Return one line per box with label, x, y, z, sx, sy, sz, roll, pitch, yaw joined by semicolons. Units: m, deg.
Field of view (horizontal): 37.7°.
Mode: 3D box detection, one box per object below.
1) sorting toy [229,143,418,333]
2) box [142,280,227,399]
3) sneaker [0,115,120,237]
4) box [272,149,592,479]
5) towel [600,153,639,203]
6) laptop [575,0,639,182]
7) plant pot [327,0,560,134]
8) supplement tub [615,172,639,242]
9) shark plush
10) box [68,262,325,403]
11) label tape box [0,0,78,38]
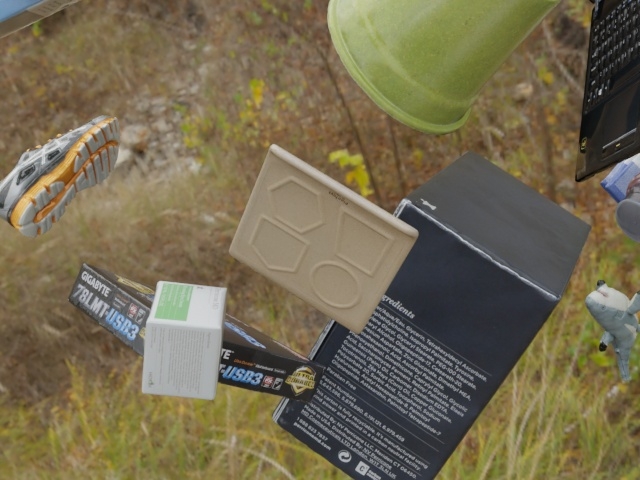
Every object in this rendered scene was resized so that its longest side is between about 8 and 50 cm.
sorting toy;0.000;0.000;1.098;0.193;0.208;0.038;32;47;6
box;-0.158;0.116;1.101;0.087;0.102;0.101;7;25;-5
sneaker;-0.333;-0.096;1.184;0.083;0.084;0.215;22;47;20
box;0.215;0.138;1.682;0.297;0.472;0.480;33;24;11
towel;0.590;-0.114;1.469;0.285;0.209;0.034;-46;3;-14
laptop;0.201;-0.203;0.746;0.136;0.264;0.234;8;-7;-3
plant pot;0.194;-0.334;1.327;0.254;0.276;0.276;-39;14;41
supplement tub;0.508;-0.072;1.326;0.198;0.106;0.106;-32;35;-25
shark plush;0.392;0.122;1.273;0.067;0.161;0.073;-39;45;-26
box;-0.190;0.143;1.426;0.295;0.293;0.073;23;92;47
label tape box;-0.262;-0.367;0.919;0.333;0.241;0.106;-25;9;0
